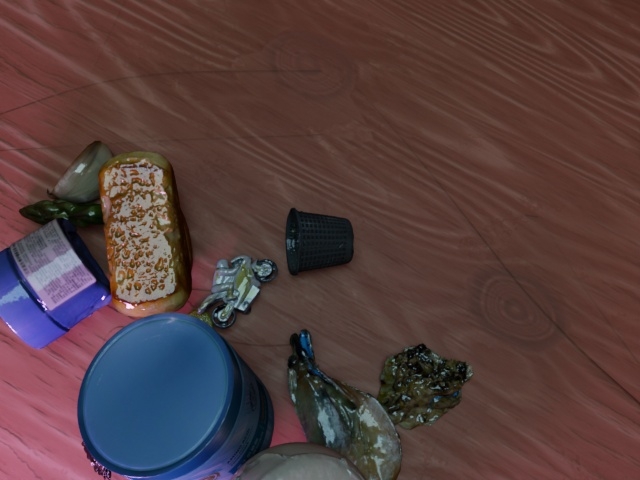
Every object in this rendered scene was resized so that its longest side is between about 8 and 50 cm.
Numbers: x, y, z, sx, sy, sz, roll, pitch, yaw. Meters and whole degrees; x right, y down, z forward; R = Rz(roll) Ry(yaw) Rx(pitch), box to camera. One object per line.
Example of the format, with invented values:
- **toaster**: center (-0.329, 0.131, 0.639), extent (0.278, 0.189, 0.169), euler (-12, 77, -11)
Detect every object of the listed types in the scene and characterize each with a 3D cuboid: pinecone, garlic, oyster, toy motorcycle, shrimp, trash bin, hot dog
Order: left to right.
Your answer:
- **garlic**: center (-0.630, -0.169, 1.644), extent (0.206, 0.115, 0.128), euler (-44, 88, -10)
- **pinecone**: center (-0.493, 0.488, 1.466), extent (0.120, 0.140, 0.140), euler (-24, 76, -36)
- **hot dog**: center (-0.431, -0.009, 1.556), extent (0.185, 0.223, 0.406), euler (-8, 83, -4)
- **toy motorcycle**: center (-0.224, 0.115, 1.609), extent (0.151, 0.074, 0.229), euler (40, 75, 8)
- **trash bin**: center (0.000, 0.000, 1.617), extent (0.160, 0.175, 0.176), euler (-3, 75, -15)
- **shrimp**: center (0.045, 0.418, 1.515), extent (0.221, 0.110, 0.446), euler (-24, 75, -21)
- **oyster**: center (0.254, 0.376, 1.566), extent (0.214, 0.083, 0.223), euler (20, 81, 5)

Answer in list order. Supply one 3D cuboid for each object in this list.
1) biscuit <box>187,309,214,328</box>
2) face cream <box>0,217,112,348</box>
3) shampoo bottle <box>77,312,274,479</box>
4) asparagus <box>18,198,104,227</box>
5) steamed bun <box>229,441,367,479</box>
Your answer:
- **biscuit**: center (-0.317, 0.221, 1.601), extent (0.083, 0.023, 0.084), euler (0, 75, -2)
- **face cream**: center (-0.651, 0.100, 1.498), extent (0.225, 0.249, 0.249), euler (-34, 79, -11)
- **shampoo bottle**: center (-0.295, 0.373, 1.357), extent (0.330, 0.343, 0.332), euler (-5, 60, 9)
- **asparagus**: center (-0.663, -0.070, 1.617), extent (0.286, 0.080, 0.080), euler (2, 74, 14)
- **steamed bun**: center (-0.061, 0.619, 1.307), extent (0.374, 0.241, 0.375), euler (6, 74, -22)
